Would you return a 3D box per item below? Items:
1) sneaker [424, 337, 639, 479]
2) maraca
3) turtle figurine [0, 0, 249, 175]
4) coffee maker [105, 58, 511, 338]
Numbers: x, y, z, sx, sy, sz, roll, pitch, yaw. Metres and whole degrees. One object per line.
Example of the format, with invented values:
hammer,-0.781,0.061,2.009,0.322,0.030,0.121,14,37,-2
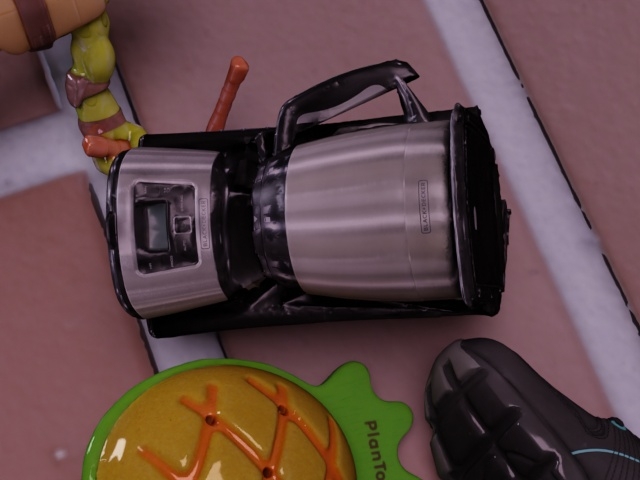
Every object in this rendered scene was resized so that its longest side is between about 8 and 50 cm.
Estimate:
sneaker,0.159,0.149,0.642,0.106,0.101,0.267,-30,72,-35
maraca,-0.028,0.118,0.633,0.186,0.099,0.127,-4,78,-30
turtle figurine,-0.162,-0.135,0.648,0.217,0.269,0.087,-22,41,-15
coffee maker,0.000,0.000,0.657,0.178,0.171,0.120,-4,63,15
